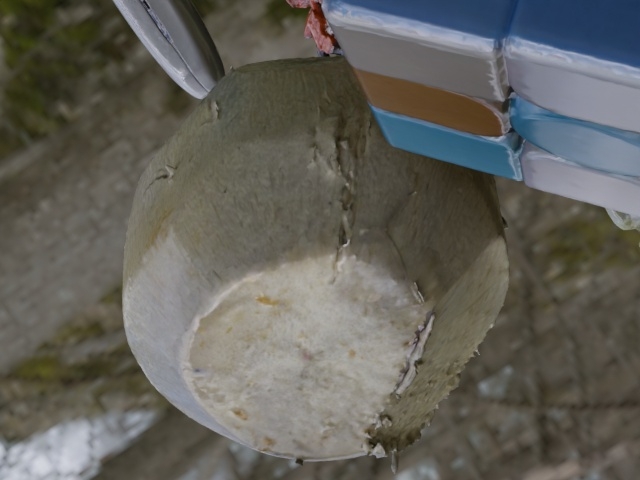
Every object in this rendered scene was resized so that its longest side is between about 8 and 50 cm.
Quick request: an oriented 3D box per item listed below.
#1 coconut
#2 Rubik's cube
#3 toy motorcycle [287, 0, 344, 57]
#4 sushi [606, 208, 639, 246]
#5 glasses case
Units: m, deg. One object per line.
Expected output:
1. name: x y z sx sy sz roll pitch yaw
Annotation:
1. coconut: 0.000 0.000 1.701 0.346 0.346 0.360 49 -159 -27
2. Rubik's cube: 0.225 -0.216 1.258 0.344 0.347 0.346 15 171 10
3. toy motorcycle: 0.038 -0.363 2.299 0.148 0.325 0.221 -10 -123 -35
4. sushi: 0.450 -0.090 2.008 0.396 0.240 0.351 68 165 0
5. glasses case: -0.166 -0.237 1.828 0.233 0.059 0.092 56 -169 -3
